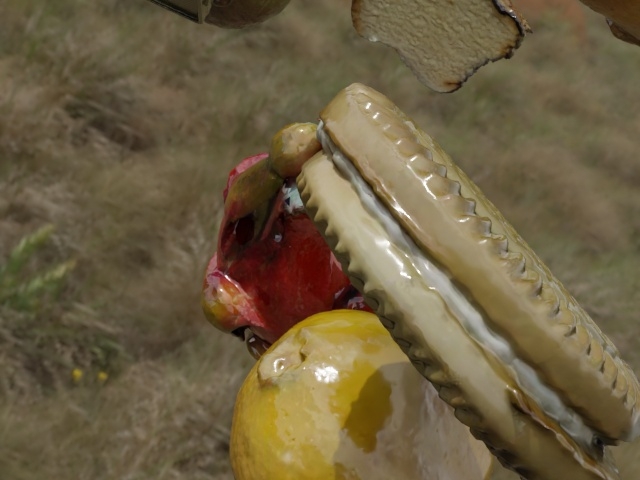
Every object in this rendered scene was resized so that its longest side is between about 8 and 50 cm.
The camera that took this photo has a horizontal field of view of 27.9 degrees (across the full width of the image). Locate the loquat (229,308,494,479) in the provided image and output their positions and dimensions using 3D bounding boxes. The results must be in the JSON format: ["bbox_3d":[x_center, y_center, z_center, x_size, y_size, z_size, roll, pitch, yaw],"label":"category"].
[{"bbox_3d":[0.030,0.153,0.936,0.176,0.187,0.234,13,-24,46],"label":"loquat"}]

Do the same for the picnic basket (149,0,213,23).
[{"bbox_3d":[-0.183,-0.375,1.532,0.165,0.139,0.266,25,-5,-3],"label":"picnic basket"}]

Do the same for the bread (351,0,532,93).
[{"bbox_3d":[0.093,-0.180,1.003,0.126,0.129,0.044,44,48,-8],"label":"bread"}]

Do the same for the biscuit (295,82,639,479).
[{"bbox_3d":[0.081,0.028,0.694,0.259,0.079,0.259,48,7,-8],"label":"biscuit"}]

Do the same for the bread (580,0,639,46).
[{"bbox_3d":[0.361,-0.306,1.386,0.194,0.179,0.340,27,13,-34],"label":"bread"}]

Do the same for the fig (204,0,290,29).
[{"bbox_3d":[-0.132,-0.401,1.863,0.217,0.217,0.321,26,19,-7],"label":"fig"}]

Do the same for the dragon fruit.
[{"bbox_3d":[0.012,-0.002,1.147,0.243,0.307,0.228,-12,68,-44],"label":"dragon fruit"}]
